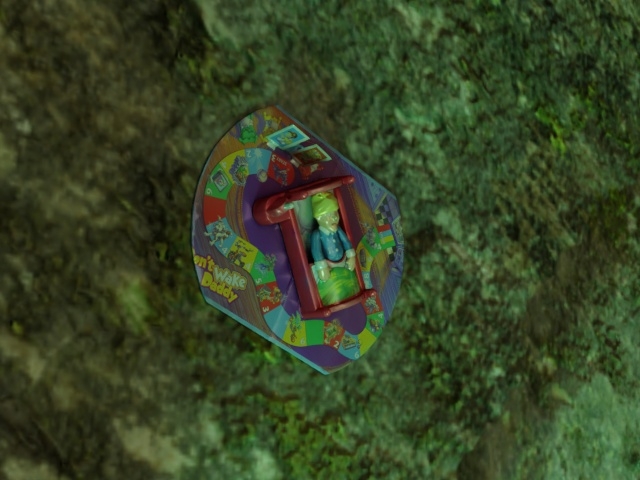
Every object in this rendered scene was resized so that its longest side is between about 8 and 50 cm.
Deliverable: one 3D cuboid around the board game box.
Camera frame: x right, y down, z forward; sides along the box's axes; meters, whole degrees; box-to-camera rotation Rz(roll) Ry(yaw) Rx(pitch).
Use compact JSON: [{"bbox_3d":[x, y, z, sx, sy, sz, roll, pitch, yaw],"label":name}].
[{"bbox_3d":[0.000,0.000,0.680,0.168,0.033,0.133,35,64,-32],"label":"board game box"}]
